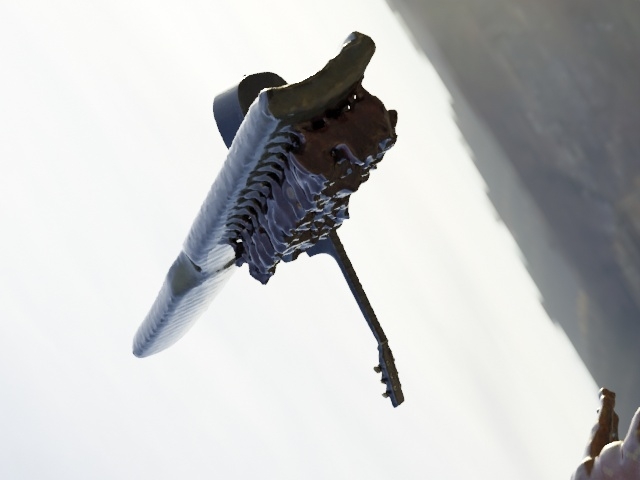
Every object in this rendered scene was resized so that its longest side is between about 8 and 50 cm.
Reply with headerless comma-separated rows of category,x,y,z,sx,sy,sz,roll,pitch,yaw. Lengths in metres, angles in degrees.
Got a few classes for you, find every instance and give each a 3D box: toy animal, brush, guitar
toy animal,0.230,0.230,1.546,0.066,0.224,0.229,32,-130,-21
brush,-0.024,0.002,0.591,0.036,0.043,0.248,54,157,7
guitar,0.000,0.000,1.146,0.233,0.025,0.088,65,-156,0
